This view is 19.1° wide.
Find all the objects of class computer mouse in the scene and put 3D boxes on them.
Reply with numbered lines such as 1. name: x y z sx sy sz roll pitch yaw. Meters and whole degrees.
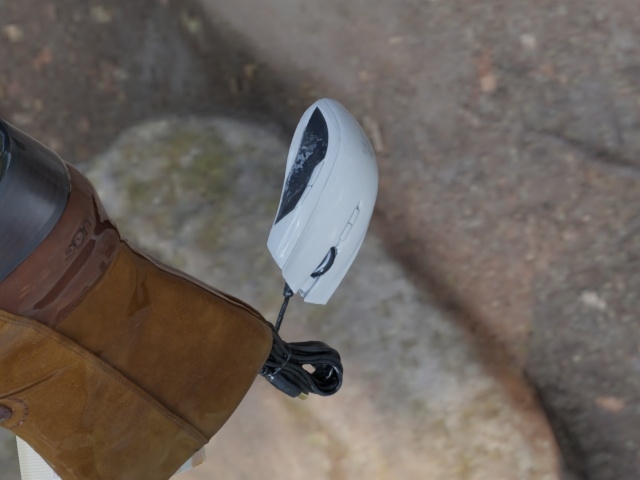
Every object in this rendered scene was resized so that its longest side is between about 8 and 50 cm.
1. computer mouse: 0.000 0.000 1.173 0.042 0.106 0.193 0 67 36

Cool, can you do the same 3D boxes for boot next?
1. boot: -0.177 0.087 0.983 0.096 0.280 0.264 33 83 33

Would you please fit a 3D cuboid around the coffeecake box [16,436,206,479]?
1. coffeecake box: -0.157 0.114 1.420 0.068 0.185 0.142 -7 91 19
